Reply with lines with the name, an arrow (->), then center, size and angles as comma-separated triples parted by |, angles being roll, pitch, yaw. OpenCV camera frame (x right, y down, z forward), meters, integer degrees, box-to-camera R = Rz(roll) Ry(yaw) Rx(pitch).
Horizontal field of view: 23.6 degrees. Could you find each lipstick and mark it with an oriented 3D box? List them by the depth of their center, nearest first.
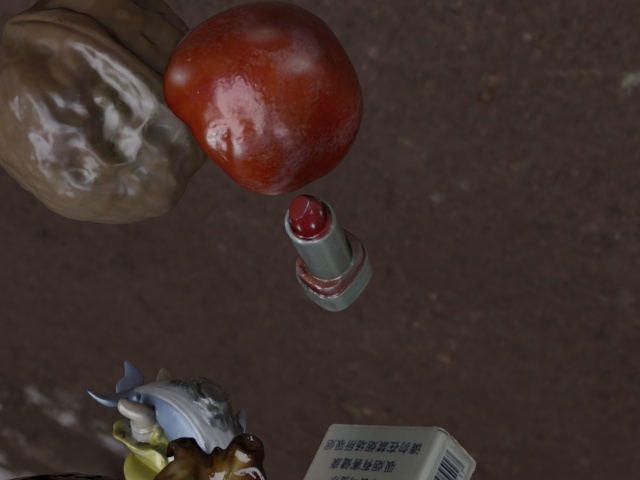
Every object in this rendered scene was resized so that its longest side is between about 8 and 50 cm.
lipstick -> -0.001, -0.001, 1.283 | 0.057, 0.063, 0.186 | 35, 169, 20

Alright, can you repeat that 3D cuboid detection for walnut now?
walnut -> -0.238, -0.152, 1.672 | 0.273, 0.273, 0.227 | 37, -177, -19

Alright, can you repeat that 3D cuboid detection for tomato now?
tomato -> -0.046, -0.128, 1.374 | 0.151, 0.187, 0.187 | -21, 132, 23

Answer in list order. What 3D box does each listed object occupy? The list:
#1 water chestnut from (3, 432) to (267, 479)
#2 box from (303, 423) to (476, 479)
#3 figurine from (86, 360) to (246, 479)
water chestnut -> -0.132, 0.264, 0.927 | 0.335, 0.347, 0.335 | 42, -168, -11
box -> 0.027, 0.298, 1.452 | 0.168, 0.259, 0.071 | -7, 135, 47
figurine -> -0.163, 0.223, 1.656 | 0.208, 0.128, 0.184 | 43, 115, 6
